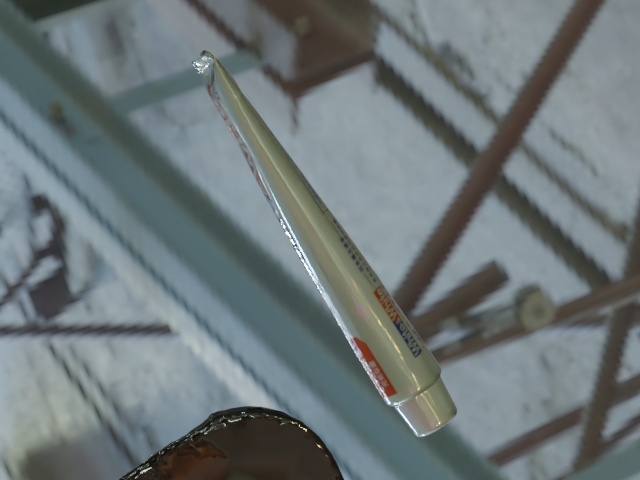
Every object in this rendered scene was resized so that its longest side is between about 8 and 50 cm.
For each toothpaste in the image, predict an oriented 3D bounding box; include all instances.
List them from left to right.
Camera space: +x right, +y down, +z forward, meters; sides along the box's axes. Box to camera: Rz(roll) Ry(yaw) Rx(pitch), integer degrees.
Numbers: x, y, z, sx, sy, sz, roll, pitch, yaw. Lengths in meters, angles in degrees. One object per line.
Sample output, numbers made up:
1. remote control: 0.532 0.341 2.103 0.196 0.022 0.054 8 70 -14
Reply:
1. toothpaste: 0.000 0.000 0.966 0.218 0.033 0.052 57 171 -3

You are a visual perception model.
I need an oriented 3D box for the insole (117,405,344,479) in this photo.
1. insole: -0.147 0.179 0.866 0.119 0.348 0.009 60 -179 -15
